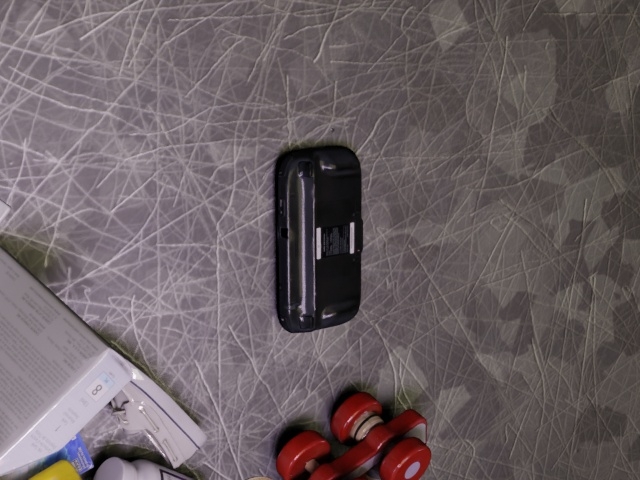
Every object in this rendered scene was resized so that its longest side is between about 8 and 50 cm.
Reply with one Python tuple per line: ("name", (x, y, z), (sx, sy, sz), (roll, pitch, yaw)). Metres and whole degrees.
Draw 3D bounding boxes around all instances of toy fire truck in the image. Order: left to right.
("toy fire truck", (0.064, 0.434, 2.098), (0.302, 0.169, 0.254), (-31, 141, -27))

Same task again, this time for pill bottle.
("pill bottle", (-0.271, 0.418, 1.919), (0.193, 0.108, 0.108), (33, 86, -38))

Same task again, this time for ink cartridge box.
("ink cartridge box", (-0.494, 0.224, 1.641), (0.385, 0.308, 0.091), (-46, 144, -12))

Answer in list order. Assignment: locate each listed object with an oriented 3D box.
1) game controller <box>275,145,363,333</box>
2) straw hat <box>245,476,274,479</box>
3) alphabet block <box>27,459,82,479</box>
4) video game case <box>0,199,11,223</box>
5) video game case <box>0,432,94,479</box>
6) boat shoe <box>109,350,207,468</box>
("game controller", (0.000, 0.000, 2.012), (0.166, 0.067, 0.319), (-12, 109, -40))
("straw hat", (-0.109, 0.488, 2.063), (0.145, 0.061, 0.144), (-7, 105, -26))
("alphabet block", (-0.400, 0.490, 1.796), (0.192, 0.193, 0.197), (-31, 141, -20))
("video game case", (-0.587, -0.017, 1.664), (0.206, 0.026, 0.227), (37, 84, -9))
("video game case", (-0.508, 0.288, 1.801), (0.244, 0.061, 0.269), (-27, 114, -19))
("boat shoe", (-0.291, 0.268, 1.898), (0.088, 0.096, 0.267), (-48, 127, -15))
